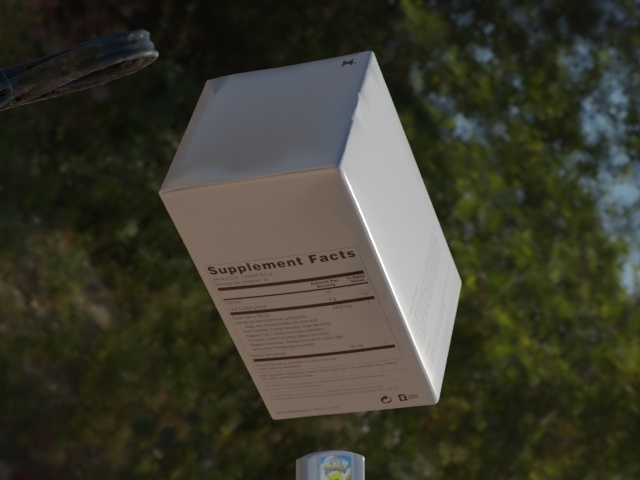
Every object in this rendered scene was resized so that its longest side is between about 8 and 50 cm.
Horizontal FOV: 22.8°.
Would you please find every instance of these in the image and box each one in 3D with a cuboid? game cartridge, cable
[{"bbox_3d":[0.011,0.239,1.599,0.083,0.056,0.017,3,-9,-39],"label":"game cartridge"},{"bbox_3d":[-0.264,-0.096,1.235,0.139,0.287,0.072,-40,-113,56],"label":"cable"}]

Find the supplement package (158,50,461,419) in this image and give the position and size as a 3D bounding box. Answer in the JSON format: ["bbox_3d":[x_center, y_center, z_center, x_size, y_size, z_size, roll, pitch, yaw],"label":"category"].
[{"bbox_3d":[0.000,0.000,1.481,0.177,0.175,0.293,-73,148,-47],"label":"supplement package"}]
